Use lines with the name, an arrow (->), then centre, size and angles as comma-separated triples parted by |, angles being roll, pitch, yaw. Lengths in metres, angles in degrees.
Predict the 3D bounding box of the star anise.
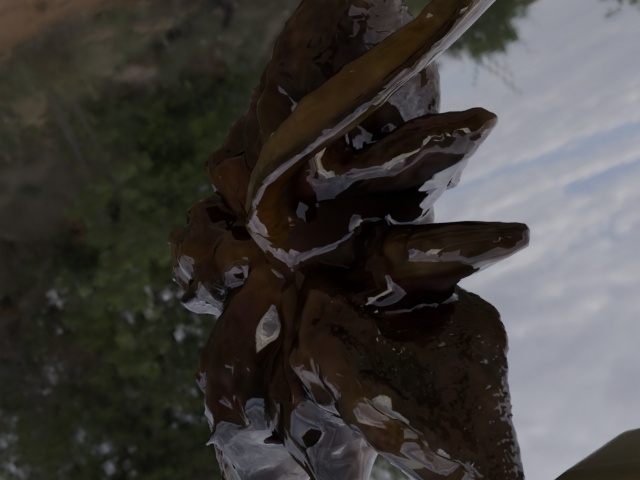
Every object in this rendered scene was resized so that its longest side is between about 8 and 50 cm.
star anise -> 0.002, 0.002, 0.643 | 0.109, 0.292, 0.349 | -12, 178, -33

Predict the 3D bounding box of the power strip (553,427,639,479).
power strip -> 0.162, 0.076, 0.286 | 0.058, 0.098, 0.338 | -27, 179, -30
